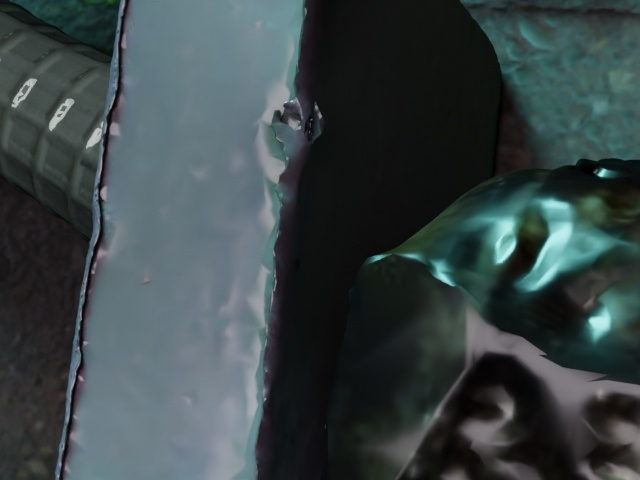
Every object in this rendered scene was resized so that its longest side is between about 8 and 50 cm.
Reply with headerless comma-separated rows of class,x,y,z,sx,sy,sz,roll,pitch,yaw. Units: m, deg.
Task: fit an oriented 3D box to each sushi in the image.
sushi,0.184,0.110,0.703,0.294,0.299,0.281,9,108,28

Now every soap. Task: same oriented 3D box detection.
soap,0.000,0.000,0.812,0.107,0.285,0.296,2,76,23

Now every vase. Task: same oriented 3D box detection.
vase,-0.197,-0.092,1.007,0.299,0.143,0.143,29,89,25
